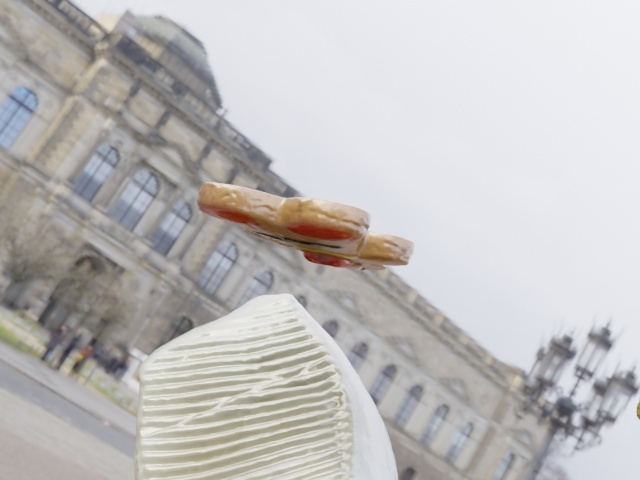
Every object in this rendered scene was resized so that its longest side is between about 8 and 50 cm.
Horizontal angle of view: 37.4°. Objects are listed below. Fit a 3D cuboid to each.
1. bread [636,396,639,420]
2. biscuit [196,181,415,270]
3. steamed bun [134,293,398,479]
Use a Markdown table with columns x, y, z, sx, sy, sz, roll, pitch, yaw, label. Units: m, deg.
| x | y | z | sx | sy | sz | roll | pitch | yaw | label |
| --- | --- | --- | --- | --- | --- | --- | --- | --- | --- |
| 0.344 | 0.070 | 0.671 | 0.233 | 0.088 | 0.161 | -15 | 12 | -36 | bread |
| 0.000 | 0.001 | 0.853 | 0.166 | 0.036 | 0.250 | 11 | -7 | 18 | biscuit |
| -0.040 | 0.252 | 0.972 | 0.236 | 0.247 | 0.383 | 65 | -1 | -37 | steamed bun |
